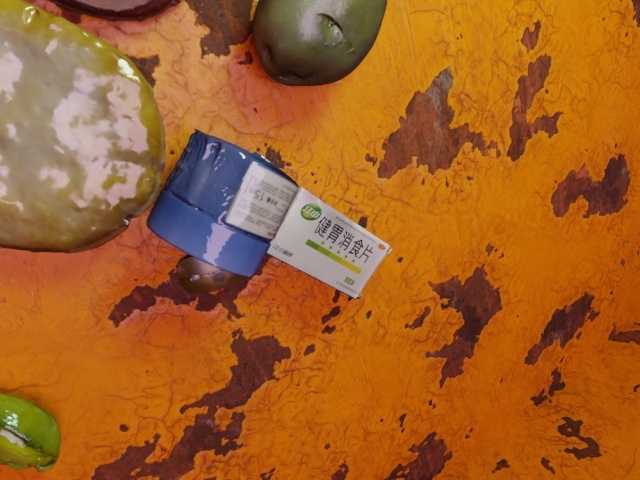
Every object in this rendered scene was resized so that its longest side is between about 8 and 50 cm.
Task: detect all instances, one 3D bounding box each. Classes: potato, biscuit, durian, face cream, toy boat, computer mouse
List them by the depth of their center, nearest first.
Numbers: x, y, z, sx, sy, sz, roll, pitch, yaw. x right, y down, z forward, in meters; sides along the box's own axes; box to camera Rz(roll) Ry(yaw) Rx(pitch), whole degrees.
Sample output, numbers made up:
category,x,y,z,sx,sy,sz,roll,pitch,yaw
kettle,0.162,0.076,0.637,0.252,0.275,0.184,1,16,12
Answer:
category,x,y,z,sx,sy,sz,roll,pitch,yaw
toy boat,-0.388,-0.460,0.770,0.317,0.099,0.141,-2,137,-28
biscuit,-0.504,-0.186,0.781,0.445,0.104,0.430,11,102,-22
potato,0.010,-0.467,0.908,0.243,0.221,0.326,42,81,-31
face cream,-0.196,-0.078,0.919,0.249,0.249,0.225,29,90,-34
durian,-0.645,0.414,0.951,0.139,0.101,0.250,-21,124,20
computer mouse,-0.242,0.064,1.072,0.199,0.045,0.102,-17,113,-23

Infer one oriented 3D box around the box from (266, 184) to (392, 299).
category,x,y,z,sx,sy,sz,roll,pitch,yaw
box,0.002,0.001,1.123,0.332,0.145,0.173,31,93,-33
